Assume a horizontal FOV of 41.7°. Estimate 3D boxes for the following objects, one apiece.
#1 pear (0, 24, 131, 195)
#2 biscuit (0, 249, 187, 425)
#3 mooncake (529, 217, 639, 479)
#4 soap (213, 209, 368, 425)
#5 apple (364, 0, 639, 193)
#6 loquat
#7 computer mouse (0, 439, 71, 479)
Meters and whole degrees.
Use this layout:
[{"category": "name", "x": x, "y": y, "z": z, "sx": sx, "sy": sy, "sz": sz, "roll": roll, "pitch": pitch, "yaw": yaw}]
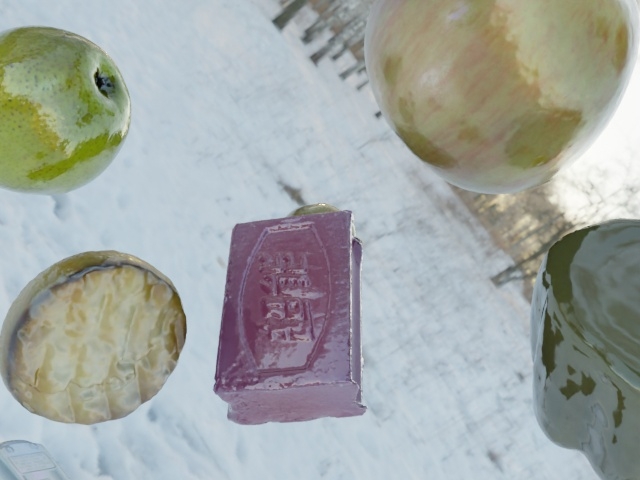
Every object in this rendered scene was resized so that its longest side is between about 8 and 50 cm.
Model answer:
[{"category": "pear", "x": -0.438, "y": -0.202, "z": 1.318, "sx": 0.294, "sy": 0.294, "sz": 0.294, "roll": 54, "pitch": 9, "yaw": -13}, {"category": "biscuit", "x": -0.356, "y": 0.150, "z": 1.322, "sx": 0.102, "sy": 0.296, "sz": 0.296, "roll": 36, "pitch": -9, "yaw": 49}, {"category": "mooncake", "x": 0.446, "y": 0.148, "z": 1.052, "sx": 0.378, "sy": 0.379, "sz": 0.200, "roll": -114, "pitch": -159, "yaw": -47}, {"category": "soap", "x": -0.043, "y": 0.126, "z": 1.434, "sx": 0.128, "sy": 0.233, "sz": 0.359, "roll": 73, "pitch": 14, "yaw": -49}, {"category": "apple", "x": 0.254, "y": -0.265, "z": 1.184, "sx": 0.391, "sy": 0.346, "sz": 0.391, "roll": 32, "pitch": 33, "yaw": -24}, {"category": "loquat", "x": 0.000, "y": 0.000, "z": 1.792, "sx": 0.172, "sy": 0.205, "sz": 0.149, "roll": -36, "pitch": 129, "yaw": -54}, {"category": "computer mouse", "x": -0.312, "y": 0.310, "z": 0.970, "sx": 0.199, "sy": 0.045, "sz": 0.102, "roll": 40, "pitch": 8, "yaw": 21}]
